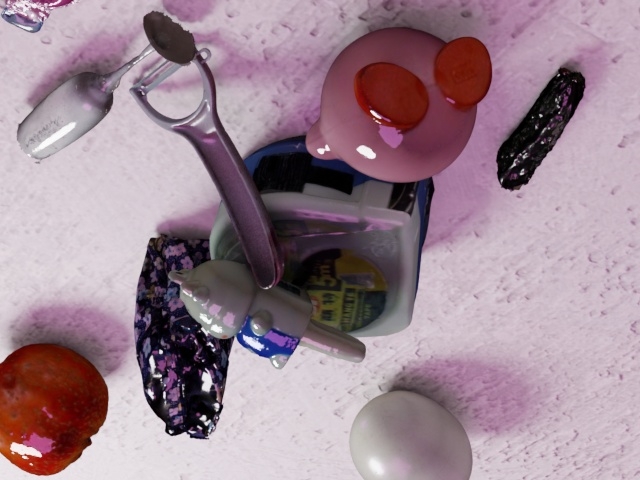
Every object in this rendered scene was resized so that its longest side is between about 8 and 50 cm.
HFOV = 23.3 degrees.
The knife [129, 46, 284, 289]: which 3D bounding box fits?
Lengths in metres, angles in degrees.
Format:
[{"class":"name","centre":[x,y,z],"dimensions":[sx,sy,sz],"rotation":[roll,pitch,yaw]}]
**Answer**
[{"class":"knife","centre":[-0.101,-0.079,1.718],"dimensions":[0.123,0.053,0.278],"rotation":[-32,85,41]}]

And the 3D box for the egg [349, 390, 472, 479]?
[{"class":"egg","centre":[0.131,0.295,2.173],"dimensions":[0.151,0.151,0.209],"rotation":[-25,133,32]}]

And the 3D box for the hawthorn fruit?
[{"class":"hawthorn fruit","centre":[-0.395,0.222,2.137],"dimensions":[0.200,0.179,0.179],"rotation":[29,138,-2]}]

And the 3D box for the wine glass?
[{"class":"wine glass","centre":[-0.249,-0.164,1.723],"dimensions":[0.074,0.074,0.262],"rotation":[34,133,-31]}]

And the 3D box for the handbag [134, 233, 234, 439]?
[{"class":"handbag","centre":[-0.171,0.128,1.959],"dimensions":[0.126,0.208,0.229],"rotation":[0,138,-1]}]

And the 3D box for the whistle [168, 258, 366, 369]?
[{"class":"whistle","centre":[-0.062,0.088,1.766],"dimensions":[0.244,0.110,0.092],"rotation":[24,98,-13]}]

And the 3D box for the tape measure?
[{"class":"tape measure","centre":[0.002,0.001,1.842],"dimensions":[0.262,0.138,0.259],"rotation":[2,140,4]}]

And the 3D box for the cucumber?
[{"class":"cucumber","centre":[0.247,-0.125,1.728],"dimensions":[0.053,0.053,0.181],"rotation":[16,139,-13]}]

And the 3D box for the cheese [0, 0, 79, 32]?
[{"class":"cheese","centre":[-0.294,-0.264,1.627],"dimensions":[0.095,0.038,0.145],"rotation":[23,144,-18]}]

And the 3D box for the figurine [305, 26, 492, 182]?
[{"class":"figurine","centre":[0.081,-0.142,1.640],"dimensions":[0.173,0.173,0.173],"rotation":[3,141,3]}]
